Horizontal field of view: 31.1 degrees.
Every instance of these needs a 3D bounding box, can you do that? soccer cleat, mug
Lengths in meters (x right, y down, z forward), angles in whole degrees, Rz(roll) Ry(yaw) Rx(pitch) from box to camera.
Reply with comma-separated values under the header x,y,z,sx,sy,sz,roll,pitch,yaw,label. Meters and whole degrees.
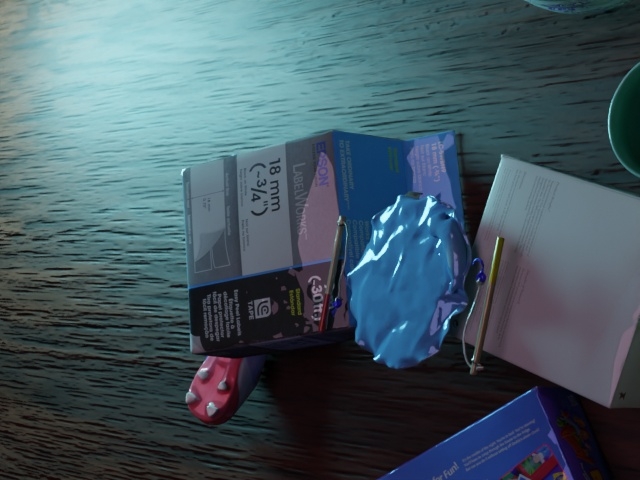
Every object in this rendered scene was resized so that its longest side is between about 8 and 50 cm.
x,y,z,sx,sy,sz,roll,pitch,yaw,label
-0.094,0.132,1.523,0.083,0.095,0.248,29,88,19,soccer cleat
0.360,-0.099,1.113,0.129,0.097,0.157,-6,79,42,mug

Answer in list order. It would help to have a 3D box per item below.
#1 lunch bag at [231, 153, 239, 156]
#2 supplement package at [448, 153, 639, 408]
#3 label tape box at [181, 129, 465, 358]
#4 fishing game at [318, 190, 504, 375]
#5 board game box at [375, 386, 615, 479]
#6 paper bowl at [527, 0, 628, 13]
x,y,z,sx,sy,sz,roll,pitch,yaw,label
-0.106,-0.071,1.583,0.071,0.053,0.083,30,113,45,lunch bag
0.269,0.041,1.138,0.203,0.149,0.194,24,100,43,supplement package
0.000,0.000,1.379,0.334,0.106,0.240,-12,75,27,label tape box
0.095,0.041,1.204,0.264,0.041,0.189,3,82,53,fishing game
0.165,0.338,1.234,0.347,0.078,0.233,-37,59,33,board game box
0.286,-0.378,1.198,0.284,0.148,0.284,-9,77,43,paper bowl
